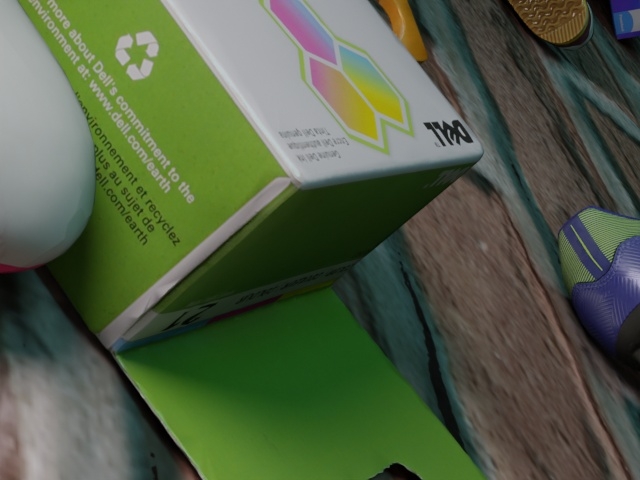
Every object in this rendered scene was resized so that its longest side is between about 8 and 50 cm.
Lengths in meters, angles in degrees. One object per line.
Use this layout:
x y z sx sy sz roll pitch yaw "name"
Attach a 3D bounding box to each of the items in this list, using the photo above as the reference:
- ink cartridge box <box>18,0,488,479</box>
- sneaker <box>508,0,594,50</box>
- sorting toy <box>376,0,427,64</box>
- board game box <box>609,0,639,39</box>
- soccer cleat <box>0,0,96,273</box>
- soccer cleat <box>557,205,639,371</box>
0.000 0.000 0.542 0.255 0.097 0.189 52 22 10 "ink cartridge box"
0.179 -0.247 1.336 0.185 0.069 0.084 61 15 12 "sneaker"
-0.020 -0.256 0.941 0.196 0.047 0.348 9 61 -41 "sorting toy"
0.368 -0.397 1.761 0.347 0.078 0.233 -67 147 -65 "board game box"
-0.163 -0.129 0.379 0.331 0.143 0.116 43 23 -16 "soccer cleat"
0.247 0.045 0.944 0.289 0.093 0.121 22 28 -50 "soccer cleat"
